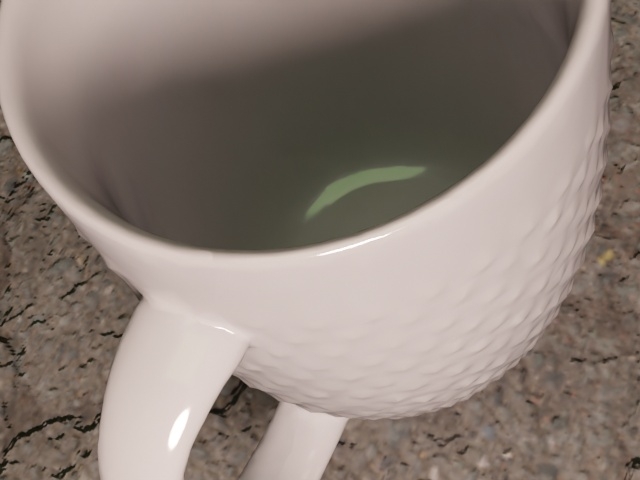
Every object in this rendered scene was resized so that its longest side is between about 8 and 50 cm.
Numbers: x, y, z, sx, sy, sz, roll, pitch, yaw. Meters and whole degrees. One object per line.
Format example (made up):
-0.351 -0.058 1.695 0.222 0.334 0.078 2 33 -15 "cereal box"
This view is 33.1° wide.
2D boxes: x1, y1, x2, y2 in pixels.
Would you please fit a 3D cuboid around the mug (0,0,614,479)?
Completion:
0.000 0.000 0.588 0.276 0.328 0.374 18 69 22 "mug"
